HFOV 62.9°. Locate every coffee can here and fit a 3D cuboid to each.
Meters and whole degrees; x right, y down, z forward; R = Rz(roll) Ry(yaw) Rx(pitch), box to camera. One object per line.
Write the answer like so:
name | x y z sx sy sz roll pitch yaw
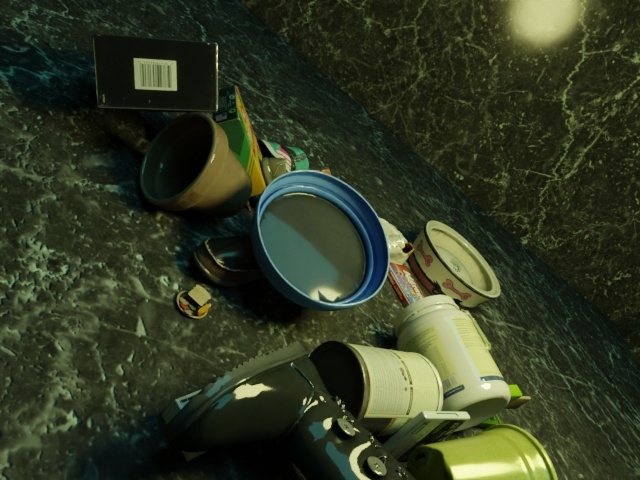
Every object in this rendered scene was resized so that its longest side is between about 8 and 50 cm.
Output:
coffee can | 0.121 0.346 1.206 0.275 0.201 0.202 17 36 -39

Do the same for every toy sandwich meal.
toy sandwich meal | -0.281 0.137 1.172 0.085 0.029 0.086 31 29 -20

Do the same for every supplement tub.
supplement tub | 0.356 0.341 1.475 0.235 0.235 0.325 18 38 -38

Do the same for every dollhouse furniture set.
dollhouse furniture set | 0.488 0.395 1.618 0.151 0.197 0.302 17 37 -37

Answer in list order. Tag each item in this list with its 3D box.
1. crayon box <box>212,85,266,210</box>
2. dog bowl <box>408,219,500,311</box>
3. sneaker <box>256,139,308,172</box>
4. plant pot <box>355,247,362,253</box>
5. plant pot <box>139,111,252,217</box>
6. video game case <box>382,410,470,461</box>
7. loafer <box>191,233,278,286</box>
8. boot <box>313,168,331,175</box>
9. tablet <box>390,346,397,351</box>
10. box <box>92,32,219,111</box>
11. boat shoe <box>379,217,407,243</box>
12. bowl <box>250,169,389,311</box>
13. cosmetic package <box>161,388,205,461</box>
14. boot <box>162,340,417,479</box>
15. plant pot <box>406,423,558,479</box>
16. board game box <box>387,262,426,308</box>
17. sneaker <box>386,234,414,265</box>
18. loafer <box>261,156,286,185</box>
crayon box | -0.235 -0.274 1.579 0.202 0.081 0.319 -104 178 -46
dog bowl | 0.531 0.114 2.135 0.408 0.150 0.408 32 29 -20
sneaker | -0.108 -0.241 1.854 0.178 0.124 0.295 -1 47 -40
plant pot | 0.063 0.046 1.581 0.212 0.187 0.212 4 45 -49
plant pot | -0.304 -0.168 1.388 0.229 0.263 0.263 37 22 -50
video game case | 0.228 0.452 1.204 0.173 0.190 0.022 17 33 -39
loafer | -0.172 0.026 1.365 0.366 0.130 0.134 -2 50 -54
boot | 0.037 -0.135 1.818 0.283 0.109 0.220 -6 83 -41
tablet | 0.247 0.345 1.585 0.083 0.006 0.054 2 47 -52
box | -0.444 -0.442 1.418 0.296 0.183 0.294 -2 16 -19
boat shoe | 0.278 -0.037 2.120 0.184 0.066 0.063 31 19 -19
bowl | 0.000 0.000 1.357 0.391 0.077 0.391 16 56 -25
cosmetic package | -0.175 0.324 1.008 0.239 0.060 0.099 -6 55 -55
boot | -0.003 0.402 0.885 0.445 0.146 0.367 50 30 16
plant pot | 0.333 0.551 1.163 0.253 0.276 0.276 12 38 -27
board game box | 0.326 0.196 1.881 0.145 0.027 0.281 15 38 -44
sneaker | 0.226 0.008 1.921 0.290 0.123 0.106 16 39 -39
loafer | -0.110 -0.146 1.627 0.094 0.087 0.251 -100 174 -58
